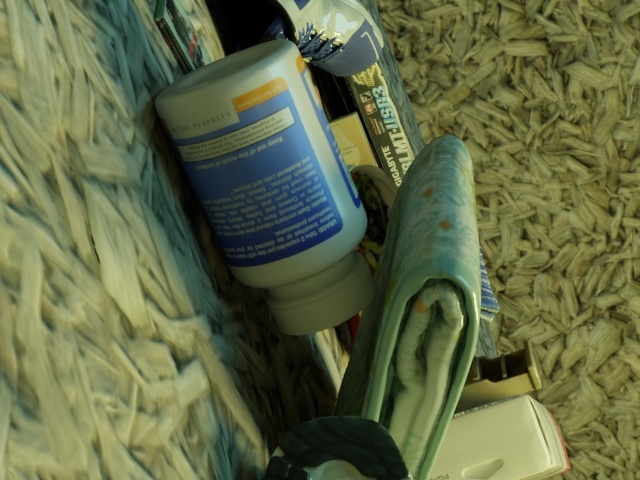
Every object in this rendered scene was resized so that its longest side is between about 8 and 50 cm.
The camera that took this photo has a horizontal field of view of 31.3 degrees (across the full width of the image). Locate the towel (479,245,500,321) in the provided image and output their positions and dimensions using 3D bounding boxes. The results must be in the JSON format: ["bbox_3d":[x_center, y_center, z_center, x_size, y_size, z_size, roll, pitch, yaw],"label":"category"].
[{"bbox_3d":[0.160,0.007,1.840,0.336,0.243,0.040,-88,-161,-68],"label":"towel"}]

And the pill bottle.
[{"bbox_3d":[-0.044,-0.048,1.140,0.152,0.152,0.272,-77,146,-68],"label":"pill bottle"}]

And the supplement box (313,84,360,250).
[{"bbox_3d":[-0.023,-0.088,1.448,0.078,0.080,0.233,15,54,-57],"label":"supplement box"}]

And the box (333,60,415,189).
[{"bbox_3d":[0.079,-0.271,2.097,0.293,0.073,0.296,-110,176,-60],"label":"box"}]

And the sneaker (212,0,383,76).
[{"bbox_3d":[-0.051,-0.284,1.522,0.315,0.127,0.182,34,42,-40],"label":"sneaker"}]

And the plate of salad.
[{"bbox_3d":[0.055,0.003,1.469,0.200,0.048,0.200,12,-76,58],"label":"plate of salad"}]

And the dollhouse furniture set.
[{"bbox_3d":[0.246,0.141,1.883,0.212,0.161,0.242,-73,142,-70],"label":"dollhouse furniture set"}]

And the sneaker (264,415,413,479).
[{"bbox_3d":[0.046,0.366,0.974,0.182,0.158,0.410,85,-2,-62],"label":"sneaker"}]

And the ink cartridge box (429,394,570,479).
[{"bbox_3d":[0.268,0.335,1.792,0.283,0.207,0.117,38,34,-69],"label":"ink cartridge box"}]

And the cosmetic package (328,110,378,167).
[{"bbox_3d":[0.055,-0.158,1.968,0.041,0.060,0.115,-68,135,-74],"label":"cosmetic package"}]

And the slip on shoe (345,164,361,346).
[{"bbox_3d":[0.065,0.035,1.611,0.101,0.123,0.331,-53,-139,48],"label":"slip on shoe"}]

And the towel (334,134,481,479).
[{"bbox_3d":[0.084,0.112,1.206,0.320,0.090,0.375,-84,-172,-61],"label":"towel"}]

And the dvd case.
[{"bbox_3d":[-0.148,-0.218,1.271,0.087,0.013,0.119,-93,161,-53],"label":"dvd case"}]
